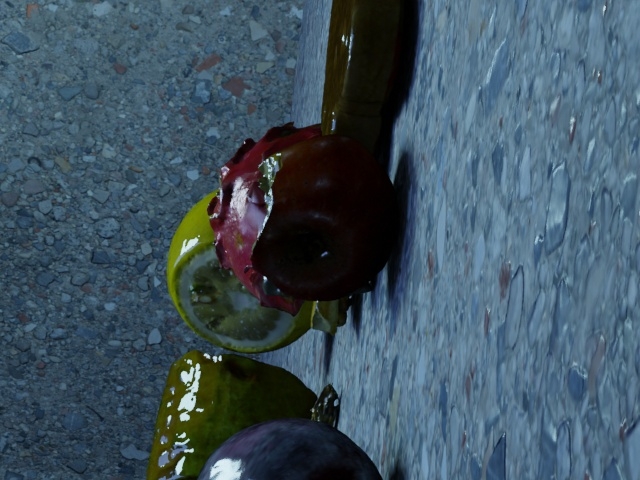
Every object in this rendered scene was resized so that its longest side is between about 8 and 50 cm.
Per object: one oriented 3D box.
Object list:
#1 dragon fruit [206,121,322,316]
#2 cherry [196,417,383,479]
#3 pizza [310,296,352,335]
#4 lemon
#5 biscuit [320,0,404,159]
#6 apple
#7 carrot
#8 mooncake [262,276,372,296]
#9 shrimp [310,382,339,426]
[{"bbox_3d":[-0.046,-0.059,1.733,0.261,0.163,0.189,-67,7,-24],"label":"dragon fruit"},{"bbox_3d":[-0.023,0.245,1.238,0.195,0.195,0.195,-175,90,-85],"label":"cherry"},{"bbox_3d":[0.021,0.039,1.691,0.134,0.046,0.175,91,-173,-71],"label":"pizza"},{"bbox_3d":[-0.090,0.024,1.989,0.219,0.240,0.240,-66,-12,-53],"label":"lemon"},{"bbox_3d":[0.048,-0.237,1.537,0.381,0.074,0.358,-101,15,-66],"label":"biscuit"},{"bbox_3d":[0.007,-0.030,1.387,0.156,0.147,0.158,62,-160,-24],"label":"apple"},{"bbox_3d":[-0.123,0.320,1.968,0.241,0.242,0.340,104,172,-61],"label":"carrot"},{"bbox_3d":[0.000,0.000,1.512,0.073,0.125,0.130,-113,25,-71],"label":"mooncake"},{"bbox_3d":[-0.019,0.268,1.767,0.124,0.034,0.178,-41,-31,-53],"label":"shrimp"}]
